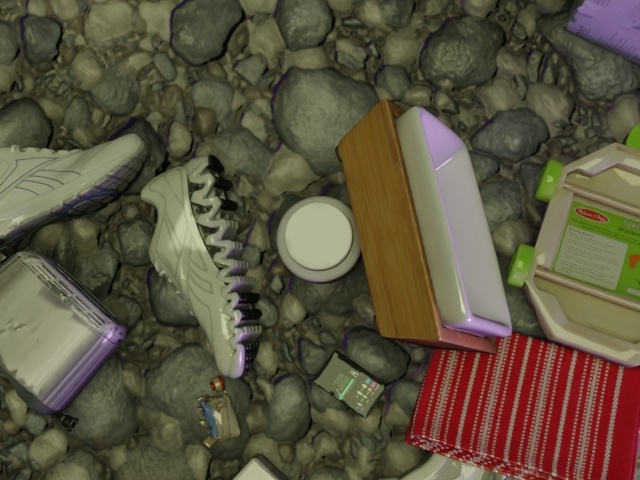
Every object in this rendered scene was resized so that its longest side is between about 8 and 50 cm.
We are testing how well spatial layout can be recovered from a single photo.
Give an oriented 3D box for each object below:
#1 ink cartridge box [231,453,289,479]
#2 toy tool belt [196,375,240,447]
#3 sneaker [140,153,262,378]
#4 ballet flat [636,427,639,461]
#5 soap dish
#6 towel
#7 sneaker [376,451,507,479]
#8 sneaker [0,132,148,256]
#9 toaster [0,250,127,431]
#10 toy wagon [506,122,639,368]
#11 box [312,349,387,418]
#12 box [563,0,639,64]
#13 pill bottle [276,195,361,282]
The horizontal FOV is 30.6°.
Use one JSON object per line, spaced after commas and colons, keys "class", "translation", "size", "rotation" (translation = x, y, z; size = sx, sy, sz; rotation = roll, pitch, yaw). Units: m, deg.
{"class": "ink cartridge box", "translation": [-0.087, 0.468, 1.493], "size": [0.261, 0.066, 0.296], "rotation": [42, 89, 4]}
{"class": "toy tool belt", "translation": [-0.139, 0.222, 1.516], "size": [0.051, 0.052, 0.083], "rotation": [-20, 85, -7]}
{"class": "sneaker", "translation": [-0.152, 0.040, 1.508], "size": [0.118, 0.110, 0.292], "rotation": [-16, 78, 9]}
{"class": "ballet flat", "translation": [0.446, 0.226, 1.488], "size": [0.222, 0.077, 0.079], "rotation": [-30, 104, 5]}
{"class": "soap dish", "translation": [0.126, -0.004, 1.419], "size": [0.118, 0.229, 0.290], "rotation": [-17, 75, 21]}
{"class": "towel", "translation": [0.261, 0.204, 1.455], "size": [0.275, 0.031, 0.198], "rotation": [15, 56, 10]}
{"class": "sneaker", "translation": [0.122, 0.366, 1.468], "size": [0.146, 0.122, 0.330], "rotation": [23, 78, 5]}
{"class": "sneaker", "translation": [-0.367, -0.076, 1.518], "size": [0.297, 0.111, 0.129], "rotation": [-25, 80, 0]}
{"class": "toaster", "translation": [-0.351, 0.118, 1.493], "size": [0.227, 0.129, 0.146], "rotation": [42, 87, 5]}
{"class": "toy wagon", "translation": [0.399, -0.017, 1.488], "size": [0.267, 0.068, 0.344], "rotation": [20, 78, 3]}
{"class": "box", "translation": [0.038, 0.184, 1.505], "size": [0.083, 0.062, 0.052], "rotation": [34, 87, 3]}
{"class": "box", "translation": [0.439, -0.289, 1.417], "size": [0.231, 0.262, 0.126], "rotation": [26, 87, 4]}
{"class": "pill bottle", "translation": [0.000, 0.000, 1.458], "size": [0.108, 0.180, 0.107], "rotation": [0, 87, 3]}
